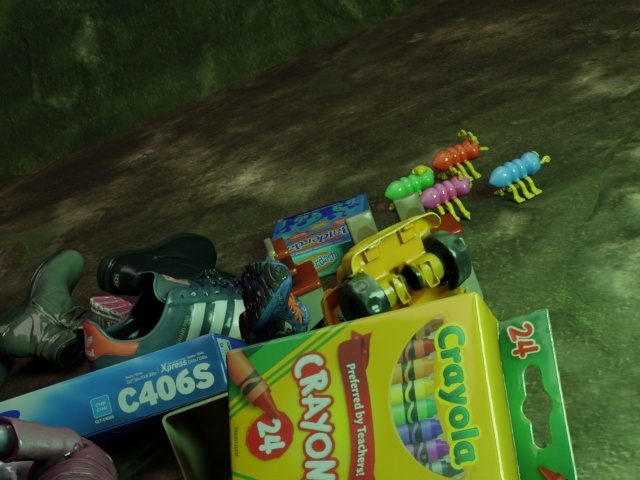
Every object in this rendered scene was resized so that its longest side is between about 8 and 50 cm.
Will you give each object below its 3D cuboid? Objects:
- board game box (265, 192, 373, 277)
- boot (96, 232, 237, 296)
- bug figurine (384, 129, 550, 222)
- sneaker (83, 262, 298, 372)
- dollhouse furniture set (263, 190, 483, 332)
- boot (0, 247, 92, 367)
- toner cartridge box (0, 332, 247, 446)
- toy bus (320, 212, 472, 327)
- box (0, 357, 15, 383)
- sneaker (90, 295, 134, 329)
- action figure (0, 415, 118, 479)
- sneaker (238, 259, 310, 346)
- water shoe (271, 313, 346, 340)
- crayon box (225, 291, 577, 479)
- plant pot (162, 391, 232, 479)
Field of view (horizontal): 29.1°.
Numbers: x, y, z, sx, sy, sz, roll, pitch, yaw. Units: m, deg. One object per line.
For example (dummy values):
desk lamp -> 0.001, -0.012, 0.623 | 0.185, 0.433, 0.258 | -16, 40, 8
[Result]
board game box -> 0.000, 0.000, 1.963 | 0.160, 0.047, 0.210 | -18, 19, 10
boot -> -0.198, 0.063, 1.942 | 0.207, 0.094, 0.246 | 17, 17, 37
bug figurine -> 0.223, -0.102, 1.972 | 0.216, 0.072, 0.279 | -27, 19, -17
sneaker -> -0.174, 0.090, 1.735 | 0.350, 0.148, 0.131 | -30, 20, -27
dollhouse furniture set -> 0.068, 0.021, 1.687 | 0.259, 0.135, 0.262 | -22, 18, -2
boot -> -0.402, 0.112, 1.978 | 0.161, 0.083, 0.246 | 5, 41, 23
toner cartridge box -> -0.261, 0.204, 1.516 | 0.348, 0.075, 0.165 | -19, -12, 7
toy bus -> 0.074, 0.090, 1.376 | 0.149, 0.220, 0.211 | -27, 13, -27
box -> -0.587, 0.207, 1.944 | 0.158, 0.093, 0.156 | -17, 18, 7
sneaker -> -0.286, 0.143, 1.858 | 0.170, 0.074, 0.063 | 23, 24, 34
action figure -> -0.230, 0.252, 1.181 | 0.276, 0.248, 0.370 | -24, 21, -11
sneaker -> -0.055, 0.088, 1.583 | 0.087, 0.083, 0.221 | -9, -26, -12
water shoe -> 0.033, 0.127, 1.514 | 0.203, 0.080, 0.073 | -18, 19, 11
crayon box -> 0.070, 0.173, 1.173 | 0.319, 0.081, 0.202 | -16, 59, 17
plant pot -> -0.102, 0.217, 1.378 | 0.109, 0.109, 0.096 | -20, 6, 3
